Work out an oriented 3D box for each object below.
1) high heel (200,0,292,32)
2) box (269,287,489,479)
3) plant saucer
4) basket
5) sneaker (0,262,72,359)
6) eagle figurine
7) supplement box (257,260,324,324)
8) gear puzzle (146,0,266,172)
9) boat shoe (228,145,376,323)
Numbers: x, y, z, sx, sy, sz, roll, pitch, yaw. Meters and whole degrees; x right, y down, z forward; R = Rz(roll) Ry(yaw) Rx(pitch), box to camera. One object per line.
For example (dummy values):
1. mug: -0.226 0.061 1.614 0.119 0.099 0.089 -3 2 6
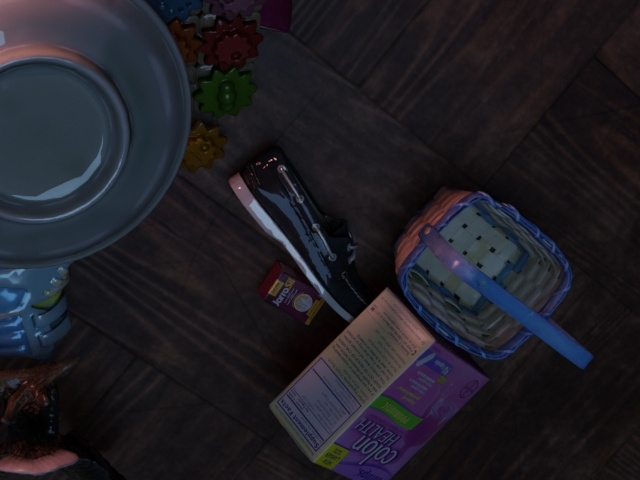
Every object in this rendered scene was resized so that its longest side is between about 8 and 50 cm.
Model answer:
1. high heel: -0.220 -0.296 1.667 0.377 0.127 0.181 -19 109 -7
2. box: 0.089 0.219 1.890 0.243 0.117 0.213 -45 146 5
3. plant saucer: -0.339 -0.133 1.559 0.401 0.100 0.400 -8 117 -17
4. basket: 0.237 0.059 1.822 0.255 0.289 0.201 38 92 -20
5. sneaker: -0.357 0.038 1.762 0.319 0.127 0.208 -27 112 7
6. eagle figurine: -0.384 0.269 1.764 0.225 0.226 0.298 -44 153 -39
7. supplement box: -0.040 0.075 1.895 0.083 0.043 0.055 29 102 -21
8. gear puzzle: -0.162 -0.211 1.695 0.176 0.044 0.339 -5 135 -16
9. boat shoe: 0.000 0.000 1.839 0.091 0.114 0.302 -38 115 8
